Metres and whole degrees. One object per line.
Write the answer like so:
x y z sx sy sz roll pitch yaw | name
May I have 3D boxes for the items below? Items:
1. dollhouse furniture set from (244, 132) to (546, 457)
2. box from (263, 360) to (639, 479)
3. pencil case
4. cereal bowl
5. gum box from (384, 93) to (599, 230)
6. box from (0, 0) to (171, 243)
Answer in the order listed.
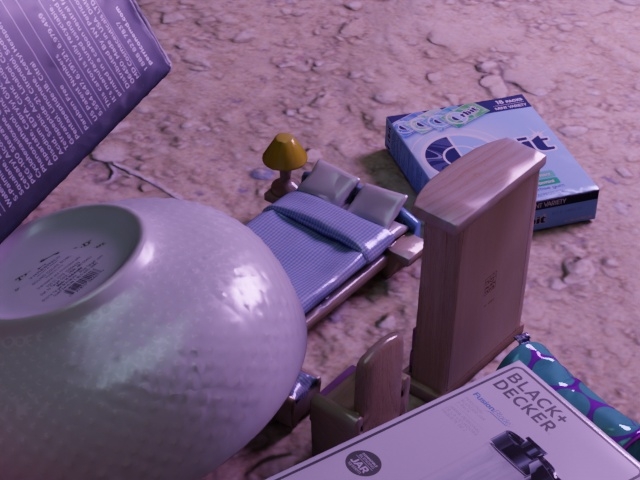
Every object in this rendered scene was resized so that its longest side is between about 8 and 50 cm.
0.000 0.000 1.573 0.303 0.198 0.286 26 43 29 | dollhouse furniture set
0.092 0.217 1.378 0.290 0.087 0.169 -21 42 -28 | box
0.212 0.144 1.501 0.070 0.064 0.151 -27 46 -26 | pencil case
-0.189 0.070 1.436 0.339 0.141 0.339 -15 30 9 | cereal bowl
0.170 -0.074 1.809 0.157 0.041 0.184 -11 40 -17 | gum box
-0.373 -0.104 1.538 0.293 0.212 0.395 -13 28 37 | box
